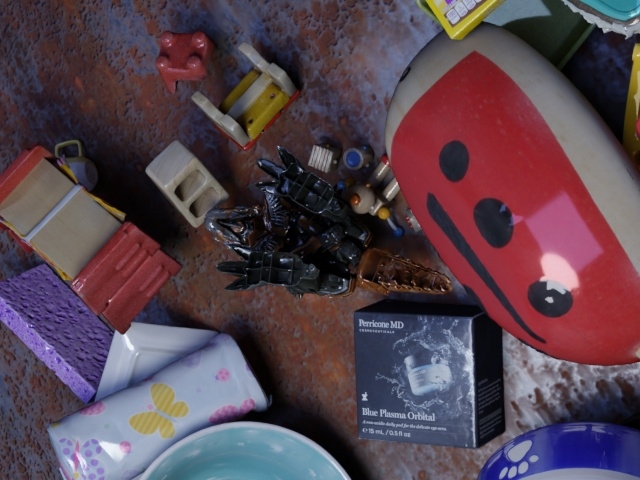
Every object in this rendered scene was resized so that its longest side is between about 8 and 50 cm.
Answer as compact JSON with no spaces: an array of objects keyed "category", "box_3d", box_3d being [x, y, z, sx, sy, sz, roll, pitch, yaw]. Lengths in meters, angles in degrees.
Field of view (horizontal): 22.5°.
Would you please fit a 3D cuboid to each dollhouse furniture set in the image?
[{"category":"dollhouse furniture set","box_3d":[-0.211,-0.095,1.993,0.201,0.152,0.374,40,84,27]}]

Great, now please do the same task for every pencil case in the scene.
[{"category":"pencil case","box_3d":[-0.201,0.218,1.992,0.273,0.124,0.113,-27,84,-13]}]

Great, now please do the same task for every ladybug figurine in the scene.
[{"category":"ladybug figurine","box_3d":[0.211,-0.036,1.699,0.449,0.162,0.305,53,161,31]}]

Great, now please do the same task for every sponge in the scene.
[{"category":"sponge","box_3d":[-0.338,0.121,2.122,0.210,0.117,0.031,43,120,15]}]

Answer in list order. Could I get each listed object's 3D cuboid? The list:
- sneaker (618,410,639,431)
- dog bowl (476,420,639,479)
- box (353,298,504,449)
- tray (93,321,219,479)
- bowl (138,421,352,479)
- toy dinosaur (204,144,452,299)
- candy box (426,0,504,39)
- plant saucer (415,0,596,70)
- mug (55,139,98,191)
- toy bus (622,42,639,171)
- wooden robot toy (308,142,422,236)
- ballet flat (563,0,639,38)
[{"category":"sneaker","box_3d":[0.320,0.258,1.819,0.067,0.078,0.188,49,115,22]},{"category":"dog bowl","box_3d":[0.294,0.325,1.762,0.265,0.104,0.265,5,129,7]},{"category":"box","box_3d":[0.128,0.155,1.899,0.156,0.093,0.158,1,97,28]},{"category":"tray","box_3d":[-0.226,0.235,2.073,0.030,0.145,0.270,46,123,56]},{"category":"bowl","box_3d":[-0.104,0.382,1.974,0.312,0.163,0.311,2,80,-13]},{"category":"toy dinosaur","box_3d":[0.000,0.000,1.879,0.322,0.218,0.164,-7,72,24]},{"category":"candy box","box_3d":[0.181,-0.307,1.633,0.206,0.027,0.105,-40,73,31]},{"category":"plant saucer","box_3d":[0.232,-0.282,1.801,0.188,0.045,0.188,44,115,15]},{"category":"mug","box_3d":[-0.331,-0.090,2.120,0.064,0.062,0.078,-12,99,21]},{"category":"toy bus","box_3d":[0.375,-0.104,1.662,0.149,0.211,0.220,12,105,24]},{"category":"wooden robot toy","box_3d":[0.054,-0.065,1.910,0.173,0.079,0.076,40,114,16]},{"category":"ballet flat","box_3d":[0.217,-0.346,1.698,0.409,0.147,0.147,42,114,19]}]
